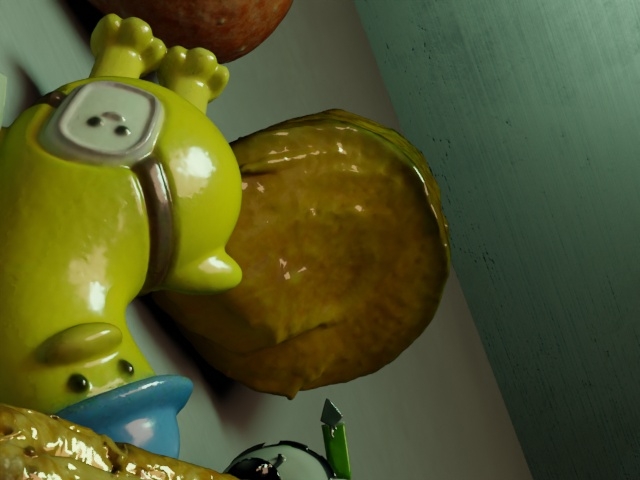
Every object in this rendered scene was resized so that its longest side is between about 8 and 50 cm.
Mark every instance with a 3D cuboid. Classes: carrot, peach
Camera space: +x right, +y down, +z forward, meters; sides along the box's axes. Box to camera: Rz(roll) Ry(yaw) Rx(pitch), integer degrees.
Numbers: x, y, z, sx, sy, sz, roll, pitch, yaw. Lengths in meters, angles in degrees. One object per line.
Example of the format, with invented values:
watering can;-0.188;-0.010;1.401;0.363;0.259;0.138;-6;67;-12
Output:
carrot;0.000;0.000;0.812;0.341;0.241;0.242;-58;127;-73
peach;-0.135;-0.267;0.799;0.232;0.232;0.233;-19;90;-75

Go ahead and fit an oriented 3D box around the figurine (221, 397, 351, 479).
figurine;-0.029;0.212;0.663;0.192;0.147;0.126;73;-7;-53

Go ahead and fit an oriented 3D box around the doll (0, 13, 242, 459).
doll;-0.142;0.001;0.547;0.199;0.145;0.363;21;48;-18

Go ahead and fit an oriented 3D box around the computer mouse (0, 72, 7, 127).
computer mouse;-0.207;-0.064;0.499;0.110;0.055;0.032;-93;167;-52

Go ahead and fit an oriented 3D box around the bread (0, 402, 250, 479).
bread;-0.093;0.157;0.417;0.211;0.114;0.083;27;11;-37
